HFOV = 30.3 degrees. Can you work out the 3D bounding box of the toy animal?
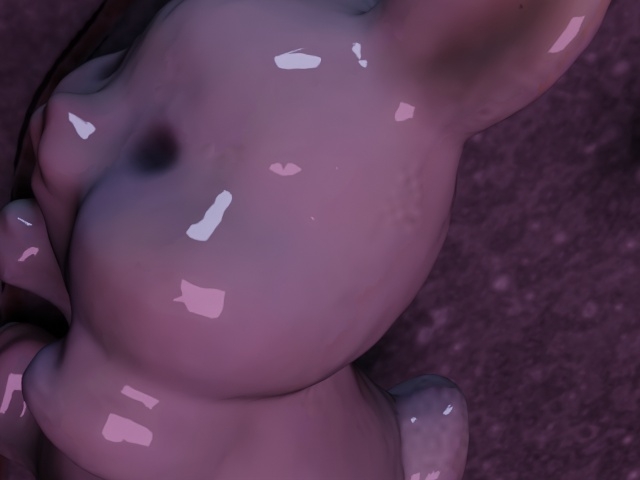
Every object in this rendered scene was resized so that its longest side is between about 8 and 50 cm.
[{"bbox_3d":[-0.010,0.002,0.508,0.241,0.196,0.368,4,118,-27],"label":"toy animal"}]
